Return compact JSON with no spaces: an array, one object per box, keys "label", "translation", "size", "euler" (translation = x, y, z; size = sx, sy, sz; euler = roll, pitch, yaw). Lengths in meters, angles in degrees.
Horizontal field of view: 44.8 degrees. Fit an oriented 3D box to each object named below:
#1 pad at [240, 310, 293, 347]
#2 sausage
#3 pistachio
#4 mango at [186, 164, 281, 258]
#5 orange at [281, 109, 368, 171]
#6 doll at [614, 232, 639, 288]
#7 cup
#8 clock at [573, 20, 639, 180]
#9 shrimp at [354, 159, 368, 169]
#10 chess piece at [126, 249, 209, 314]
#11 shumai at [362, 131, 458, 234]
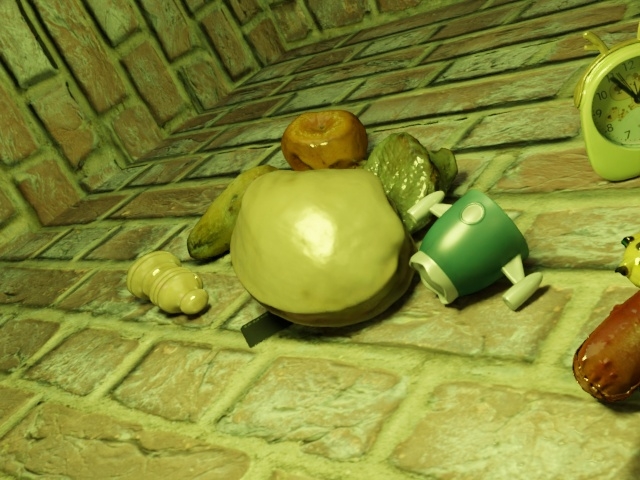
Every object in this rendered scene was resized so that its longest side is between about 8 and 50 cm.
[{"label":"pad","translation":[-0.094,0.168,1.655],"size":[0.157,0.003,0.112],"euler":[-30,23,-7]},{"label":"sausage","translation":[0.475,0.102,1.078],"size":[0.330,0.102,0.102],"euler":[-35,25,-16]},{"label":"pistachio","translation":[0.000,0.000,1.593],"size":[0.365,0.281,0.445],"euler":[-44,46,-15]},{"label":"mango","translation":[-0.216,-0.066,2.088],"size":[0.329,0.175,0.176],"euler":[-42,-13,15]},{"label":"orange","translation":[0.020,-0.269,2.219],"size":[0.249,0.183,0.249],"euler":[-9,40,8]},{"label":"doll","translation":[0.578,-0.013,1.228],"size":[0.291,0.086,0.117],"euler":[-35,65,-23]},{"label":"cup","translation":[0.257,0.021,1.399],"size":[0.173,0.167,0.299],"euler":[-38,50,-5]},{"label":"clock","translation":[0.598,-0.279,1.469],"size":[0.235,0.308,0.096],"euler":[-19,26,17]},{"label":"shrimp","translation":[0.176,-0.207,2.077],"size":[0.254,0.059,0.145],"euler":[0,33,46]},{"label":"chess piece","translation":[-0.370,0.120,1.926],"size":[0.139,0.124,0.307],"euler":[-5,15,-31]},{"label":"shumai","translation":[0.218,-0.101,1.760],"size":[0.222,0.204,0.271],"euler":[0,70,50]}]
